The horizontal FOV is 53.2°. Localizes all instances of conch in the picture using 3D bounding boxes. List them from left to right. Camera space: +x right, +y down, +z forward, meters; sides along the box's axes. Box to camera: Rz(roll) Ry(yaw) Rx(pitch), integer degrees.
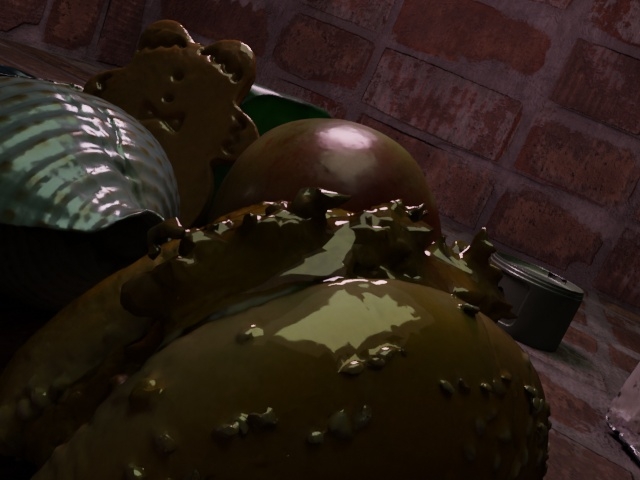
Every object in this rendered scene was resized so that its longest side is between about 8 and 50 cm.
[{"bbox_3d":[-0.266,-0.048,0.601,0.303,0.215,0.319,5,-17,-43],"label":"conch"}]

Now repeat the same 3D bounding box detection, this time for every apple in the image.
[{"bbox_3d":[0.000,0.000,0.849,0.319,0.319,0.277,30,35,27],"label":"apple"}]

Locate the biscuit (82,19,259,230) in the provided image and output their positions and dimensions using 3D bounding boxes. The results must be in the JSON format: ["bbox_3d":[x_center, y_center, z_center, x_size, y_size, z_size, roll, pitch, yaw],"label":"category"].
[{"bbox_3d":[-0.229,-0.149,0.911,0.275,0.355,0.052,22,-13,9],"label":"biscuit"}]

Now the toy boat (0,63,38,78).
[{"bbox_3d":[-0.566,-0.256,1.302,0.296,0.122,0.114,32,30,-7],"label":"toy boat"}]

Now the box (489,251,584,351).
[{"bbox_3d":[0.482,0.139,1.506,0.226,0.149,0.226,22,12,-5],"label":"box"}]

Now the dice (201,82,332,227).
[{"bbox_3d":[-0.166,-0.135,1.133,0.287,0.300,0.297,29,14,37],"label":"dice"}]

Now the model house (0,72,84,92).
[{"bbox_3d":[-0.478,-0.118,0.928,0.154,0.207,0.294,-24,-11,38],"label":"model house"}]

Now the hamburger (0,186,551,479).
[{"bbox_3d":[0.012,0.104,0.475,0.445,0.287,0.268,11,17,-33],"label":"hamburger"}]

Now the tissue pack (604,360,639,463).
[{"bbox_3d":[0.711,0.298,0.984,0.416,0.264,0.253,20,17,-10],"label":"tissue pack"}]
